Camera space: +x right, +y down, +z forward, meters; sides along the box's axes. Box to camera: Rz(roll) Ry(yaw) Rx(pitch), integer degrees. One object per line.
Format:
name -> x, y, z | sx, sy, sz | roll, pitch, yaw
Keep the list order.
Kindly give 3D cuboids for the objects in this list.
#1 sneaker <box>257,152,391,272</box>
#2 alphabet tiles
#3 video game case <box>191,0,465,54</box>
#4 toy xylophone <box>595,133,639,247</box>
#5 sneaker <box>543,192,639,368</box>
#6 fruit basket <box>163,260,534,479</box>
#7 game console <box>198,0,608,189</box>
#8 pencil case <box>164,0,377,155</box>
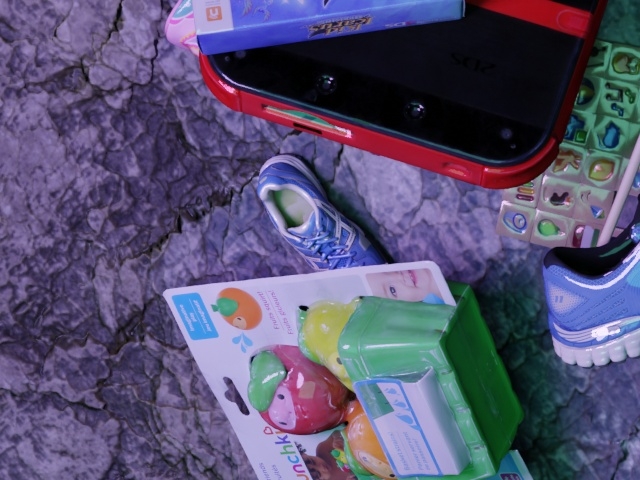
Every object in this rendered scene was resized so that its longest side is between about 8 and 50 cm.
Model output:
sneaker -> 0.000, 0.000, 1.999 | 0.080, 0.081, 0.211 | -42, 94, 20
alphabet tiles -> 0.306, -0.095, 1.926 | 0.198, 0.009, 0.237 | 14, 108, 12
video game case -> -0.005, -0.326, 1.806 | 0.270, 0.061, 0.244 | -8, 75, 1
toy xylophone -> 0.415, -0.019, 1.871 | 0.236, 0.081, 0.322 | 25, 110, 3
sneaker -> 0.373, 0.019, 1.780 | 0.330, 0.130, 0.147 | -16, 105, 16
fruit basket -> 0.027, 0.174, 1.980 | 0.353, 0.165, 0.327 | -10, 120, 26
game console -> 0.094, -0.254, 1.842 | 0.387, 0.060, 0.342 | 18, 76, 8
pencil case -> -0.022, -0.201, 1.926 | 0.284, 0.124, 0.124 | 30, 111, 8
